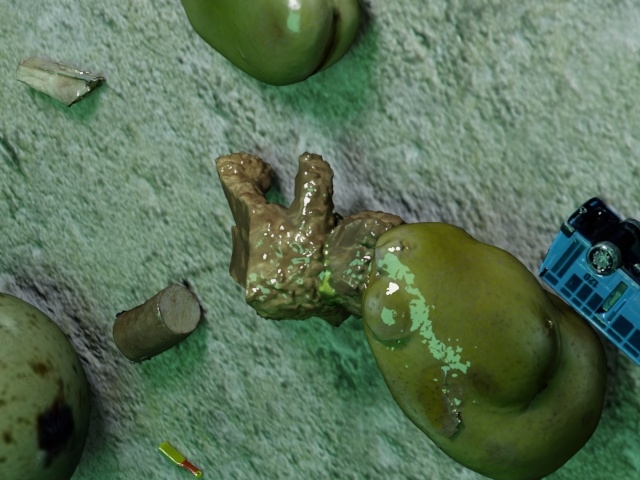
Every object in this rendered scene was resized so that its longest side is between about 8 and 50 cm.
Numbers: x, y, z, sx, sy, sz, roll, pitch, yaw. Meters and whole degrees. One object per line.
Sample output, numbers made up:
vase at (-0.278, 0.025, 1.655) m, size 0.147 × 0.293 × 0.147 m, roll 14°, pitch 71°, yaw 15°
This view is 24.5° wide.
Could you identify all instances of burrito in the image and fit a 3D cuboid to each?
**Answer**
burrito at (-0.364, -0.221, 2.044) m, size 0.149 × 0.041 × 0.055 m, roll 19°, pitch 109°, yaw 30°

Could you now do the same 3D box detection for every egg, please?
egg at (-0.518, 0.271, 2.204) m, size 0.345 × 0.345 × 0.428 m, roll 29°, pitch 136°, yaw 24°

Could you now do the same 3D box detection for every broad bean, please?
broad bean at (-0.066, -0.278, 1.750) m, size 0.263 × 0.121 × 0.189 m, roll 34°, pitch 135°, yaw 39°

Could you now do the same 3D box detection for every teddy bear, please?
teddy bear at (0.000, -0.005, 1.811) m, size 0.296 × 0.223 × 0.246 m, roll -114°, pitch 15°, yaw -60°

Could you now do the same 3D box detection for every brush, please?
brush at (-0.210, 0.334, 2.211) m, size 0.083 × 0.019 × 0.021 m, roll 34°, pitch 138°, yaw 21°

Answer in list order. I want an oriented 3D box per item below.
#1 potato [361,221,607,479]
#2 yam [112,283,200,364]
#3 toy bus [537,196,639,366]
potato at (0.173, 0.120, 1.650) m, size 0.218 × 0.202 × 0.351 m, roll -45°, pitch 112°, yaw 5°
yam at (-0.233, 0.119, 2.085) m, size 0.127 × 0.084 × 0.084 m, roll -29°, pitch 92°, yaw 46°
toy bus at (0.330, 0.050, 1.603) m, size 0.185 × 0.090 × 0.106 m, roll 43°, pitch 133°, yaw 13°
